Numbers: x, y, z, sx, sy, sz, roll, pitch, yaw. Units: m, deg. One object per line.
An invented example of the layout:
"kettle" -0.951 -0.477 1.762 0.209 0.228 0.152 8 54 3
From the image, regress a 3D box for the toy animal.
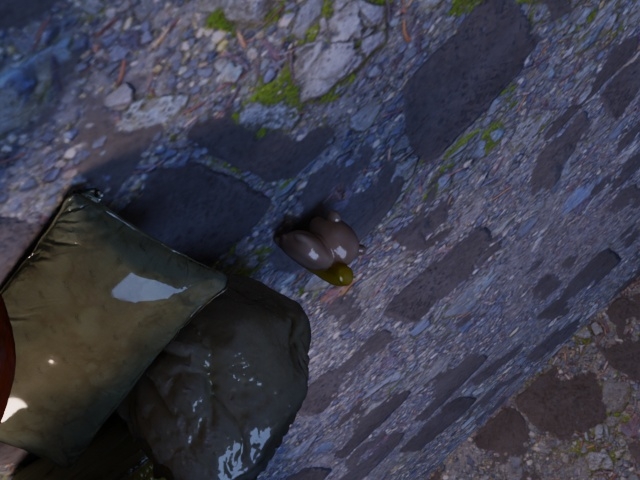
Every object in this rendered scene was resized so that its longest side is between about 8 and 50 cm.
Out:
"toy animal" 0.000 0.000 1.191 0.114 0.091 0.082 33 86 -33

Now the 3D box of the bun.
"bun" -0.132 0.160 1.100 0.281 0.204 0.281 -56 -171 13

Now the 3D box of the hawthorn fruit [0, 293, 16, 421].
"hawthorn fruit" -0.332 0.065 0.700 0.242 0.241 0.272 99 16 -53

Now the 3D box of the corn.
"corn" -0.265 0.285 1.226 0.305 0.122 0.123 -32 125 -25

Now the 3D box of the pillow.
"pillow" -0.245 0.099 0.940 0.185 0.075 0.302 32 108 -27
